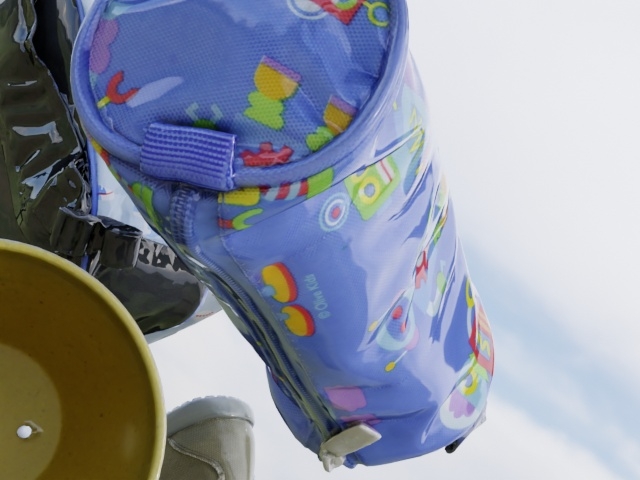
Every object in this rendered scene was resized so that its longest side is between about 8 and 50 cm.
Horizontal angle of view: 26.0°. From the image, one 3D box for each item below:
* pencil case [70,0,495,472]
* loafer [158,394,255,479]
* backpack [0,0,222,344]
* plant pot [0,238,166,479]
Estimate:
[{"bbox_3d":[0.000,0.000,0.588,0.119,0.133,0.306,8,-26,18],"label":"pencil case"},{"bbox_3d":[-0.145,0.214,1.073,0.094,0.251,0.087,19,41,-46],"label":"loafer"},{"bbox_3d":[-0.175,-0.047,0.941,0.276,0.263,0.213,-22,-22,35],"label":"backpack"},{"bbox_3d":[-0.130,0.070,0.527,0.134,0.134,0.095,41,-12,-5],"label":"plant pot"}]
